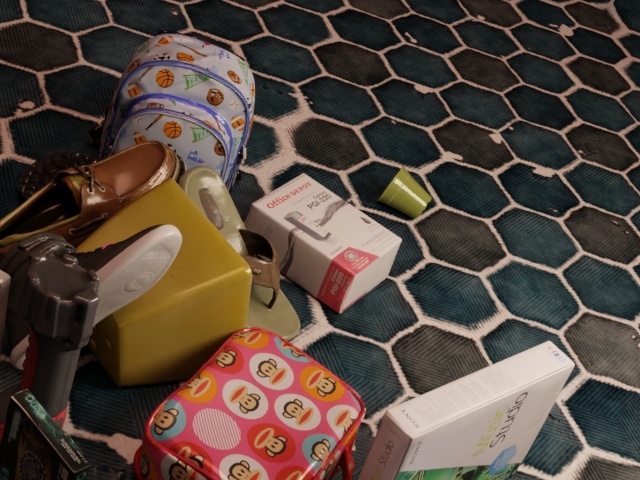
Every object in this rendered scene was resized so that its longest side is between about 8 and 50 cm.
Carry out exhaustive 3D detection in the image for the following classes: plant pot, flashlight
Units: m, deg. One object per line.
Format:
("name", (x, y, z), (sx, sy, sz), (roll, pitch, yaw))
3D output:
("plant pot", (0.159, -0.082, 2.078), (0.079, 0.083, 0.083), (36, 37, 0))
("flashlight", (-0.336, 0.147, 1.344), (0.103, 0.304, 0.103), (6, 38, -18))
("plant pot", (-0.238, 0.078, 1.580), (0.187, 0.212, 0.212), (-24, 55, -29))

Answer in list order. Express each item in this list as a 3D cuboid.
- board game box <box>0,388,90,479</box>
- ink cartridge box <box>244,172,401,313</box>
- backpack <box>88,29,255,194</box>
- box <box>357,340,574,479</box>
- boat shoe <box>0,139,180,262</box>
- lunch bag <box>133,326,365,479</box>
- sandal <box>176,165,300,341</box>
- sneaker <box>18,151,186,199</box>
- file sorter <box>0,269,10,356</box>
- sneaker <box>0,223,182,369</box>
("board game box", (-0.324, 0.276, 1.286), (0.026, 0.186, 0.126), (-19, 52, -44))
("ink cartridge box", (0.000, 0.000, 1.876), (0.218, 0.092, 0.158), (33, 38, 19))
("backpack", (-0.232, -0.197, 1.860), (0.276, 0.263, 0.213), (13, 33, -13))
("box", (0.181, 0.273, 1.500), (0.322, 0.232, 0.058), (-15, 47, -38))
("boat shoe", (-0.338, -0.055, 1.647), (0.307, 0.104, 0.110), (-41, 57, -16))
("lunch bag", (-0.071, 0.264, 1.481), (0.258, 0.120, 0.293), (32, 37, 13))
("sandal", (-0.121, 0.024, 1.705), (0.120, 0.086, 0.303), (-34, 98, -48))
("sneaker", (-0.338, -0.062, 1.795), (0.283, 0.124, 0.107), (2, 51, 13))
("file sorter", (-0.559, 0.086, 1.411), (0.277, 0.193, 0.173), (30, 40, 11))
("sneaker", (-0.309, 0.029, 1.433), (0.104, 0.295, 0.147), (10, 48, -58))
